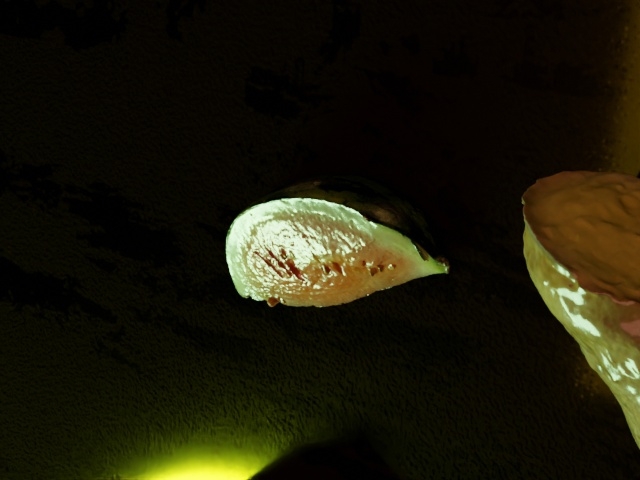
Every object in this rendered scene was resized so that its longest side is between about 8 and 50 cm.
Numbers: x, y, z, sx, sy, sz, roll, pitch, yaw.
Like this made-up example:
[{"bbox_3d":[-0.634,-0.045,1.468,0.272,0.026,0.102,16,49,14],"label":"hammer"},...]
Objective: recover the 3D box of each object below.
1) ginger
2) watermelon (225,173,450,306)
[{"bbox_3d":[0.261,0.089,0.790,0.354,0.126,0.190,51,146,9],"label":"ginger"},{"bbox_3d":[-0.003,0.004,1.046,0.245,0.063,0.119,-10,108,40],"label":"watermelon"}]
